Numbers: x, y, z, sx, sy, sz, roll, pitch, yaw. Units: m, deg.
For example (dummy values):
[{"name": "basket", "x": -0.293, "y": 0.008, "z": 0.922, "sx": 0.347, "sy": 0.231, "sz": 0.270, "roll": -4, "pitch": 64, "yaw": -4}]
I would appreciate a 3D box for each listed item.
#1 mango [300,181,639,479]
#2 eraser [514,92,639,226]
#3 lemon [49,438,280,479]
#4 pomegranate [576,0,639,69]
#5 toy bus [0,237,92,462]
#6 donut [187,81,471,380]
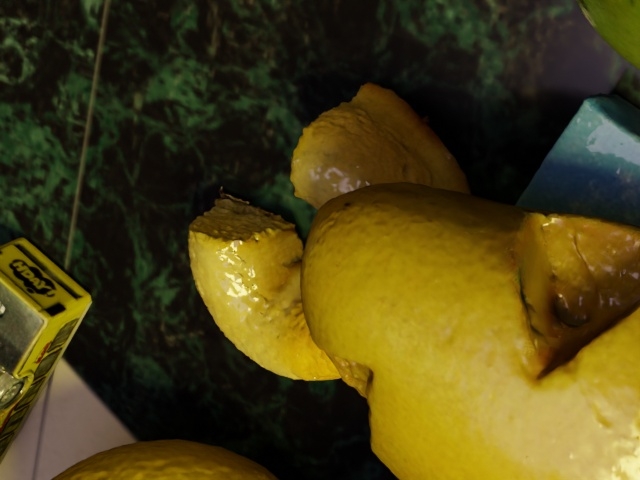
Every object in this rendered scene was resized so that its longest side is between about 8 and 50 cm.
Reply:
[{"name": "mango", "x": 0.105, "y": 0.064, "z": 0.727, "sx": 0.262, "sy": 0.130, "sz": 0.167, "roll": 22, "pitch": 107, "yaw": 15}, {"name": "eraser", "x": 0.231, "y": 0.067, "z": 0.768, "sx": 0.312, "sy": 0.043, "sz": 0.144, "roll": 36, "pitch": 120, "yaw": 12}, {"name": "lemon", "x": -0.102, "y": 0.213, "z": 0.915, "sx": 0.244, "sy": 0.187, "sz": 0.187, "roll": -18, "pitch": 99, "yaw": 12}, {"name": "pomegranate", "x": 0.215, "y": -0.172, "z": 0.621, "sx": 0.248, "sy": 0.214, "sz": 0.214, "roll": -16, "pitch": 101, "yaw": -2}, {"name": "toy bus", "x": -0.239, "y": 0.102, "z": 1.014, "sx": 0.081, "sy": 0.074, "sz": 0.226, "roll": 38, "pitch": 120, "yaw": 11}, {"name": "donut", "x": 0.005, "y": 0.011, "z": 0.852, "sx": 0.181, "sy": 0.078, "sz": 0.146, "roll": -34, "pitch": 87, "yaw": 34}]
